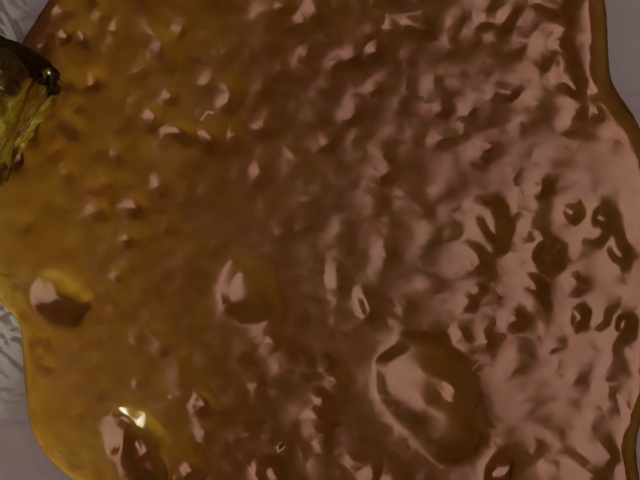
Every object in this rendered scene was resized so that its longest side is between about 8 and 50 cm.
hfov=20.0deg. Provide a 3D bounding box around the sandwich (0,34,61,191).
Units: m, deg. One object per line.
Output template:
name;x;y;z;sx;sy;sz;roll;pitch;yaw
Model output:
sandwich;-0.312;-0.039;0.771;0.325;0.131;0.262;30;95;1

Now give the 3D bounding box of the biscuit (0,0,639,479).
biscuit;0.000;0.000;0.817;0.312;0.057;0.351;-19;86;11
